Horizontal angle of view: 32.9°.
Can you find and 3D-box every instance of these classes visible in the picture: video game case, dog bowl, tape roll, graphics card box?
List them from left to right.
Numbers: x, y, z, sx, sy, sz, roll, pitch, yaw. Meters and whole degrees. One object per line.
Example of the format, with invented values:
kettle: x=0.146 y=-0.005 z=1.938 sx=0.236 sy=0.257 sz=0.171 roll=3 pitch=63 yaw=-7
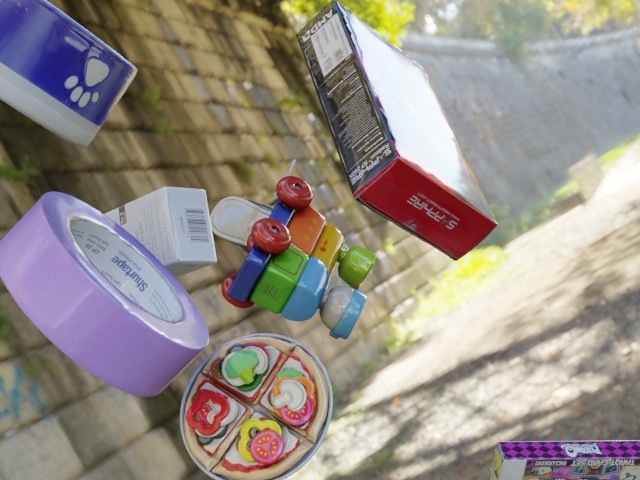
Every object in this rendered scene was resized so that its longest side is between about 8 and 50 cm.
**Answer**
dog bowl: x=-0.328 y=-0.215 z=1.139 sx=0.104 sy=0.265 sz=0.265 roll=-54 pitch=-4 yaw=0
tape roll: x=-0.268 y=0.065 z=1.350 sx=0.090 sy=0.275 sz=0.275 roll=-46 pitch=-5 yaw=7
graphics card box: x=0.106 y=-0.166 z=1.586 sx=0.094 sy=0.371 sz=0.233 roll=-41 pitch=-47 yaw=23
video game case: x=0.342 y=0.363 z=1.502 sx=0.232 sy=0.210 sz=0.042 roll=1 pitch=35 yaw=-7

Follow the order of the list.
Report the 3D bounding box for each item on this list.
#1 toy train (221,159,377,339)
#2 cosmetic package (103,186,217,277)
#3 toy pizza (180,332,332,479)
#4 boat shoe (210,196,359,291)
toy train: x=0.000 y=0.000 z=1.191 sx=0.105 sy=0.143 sz=0.248 roll=-59 pitch=3 yaw=36
cosmetic package: x=-0.264 y=0.006 z=1.611 sx=0.231 sy=0.117 sz=0.085 roll=-20 pitch=-15 yaw=38
toy pizza: x=-0.084 y=0.207 z=1.356 sx=0.201 sy=0.201 sz=0.032 roll=-31 pitch=-30 yaw=-1
boat shoe: x=-0.047 y=0.015 z=1.864 sx=0.112 sy=0.335 sz=0.095 roll=-61 pitch=-34 yaw=-3
